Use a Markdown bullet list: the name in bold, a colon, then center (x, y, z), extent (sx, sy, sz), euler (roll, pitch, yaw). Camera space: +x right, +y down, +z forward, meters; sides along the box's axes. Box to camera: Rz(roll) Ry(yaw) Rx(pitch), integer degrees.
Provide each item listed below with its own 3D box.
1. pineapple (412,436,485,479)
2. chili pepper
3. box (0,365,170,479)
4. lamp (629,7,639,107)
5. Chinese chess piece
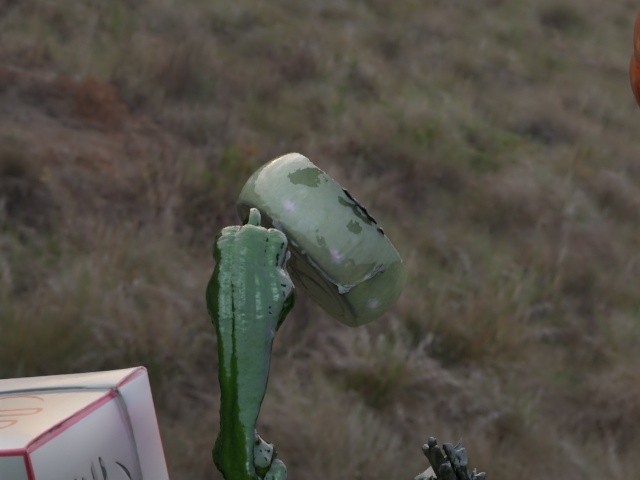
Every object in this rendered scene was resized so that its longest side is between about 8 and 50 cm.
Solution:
- **pineapple**: center (0.218, 0.376, 1.889), extent (0.340, 0.169, 0.169), euler (46, 15, -10)
- **chili pepper**: center (-0.060, 0.088, 1.306), extent (0.074, 0.257, 0.100), euler (-1, -17, 17)
- **box**: center (-0.395, 0.363, 2.037), extent (0.312, 0.314, 0.300), euler (-6, 11, 23)
- **lamp**: center (0.374, -0.172, 1.414), extent (0.188, 0.187, 0.164), euler (20, 30, 2)
- **Chinese chess piece**: center (0.000, 0.000, 1.842), extent (0.238, 0.092, 0.238), euler (45, -11, 12)
